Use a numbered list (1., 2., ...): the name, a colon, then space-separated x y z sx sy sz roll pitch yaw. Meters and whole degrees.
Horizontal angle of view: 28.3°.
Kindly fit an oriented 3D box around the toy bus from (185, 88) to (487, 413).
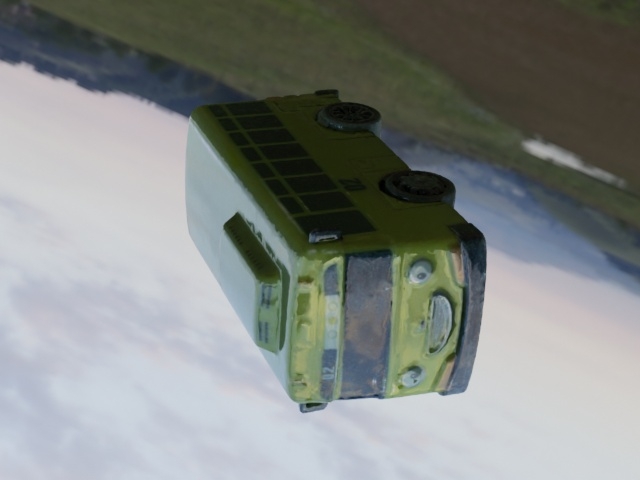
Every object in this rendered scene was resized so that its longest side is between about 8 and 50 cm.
1. toy bus: 0.000 0.000 0.586 0.101 0.088 0.175 -6 -151 -20
